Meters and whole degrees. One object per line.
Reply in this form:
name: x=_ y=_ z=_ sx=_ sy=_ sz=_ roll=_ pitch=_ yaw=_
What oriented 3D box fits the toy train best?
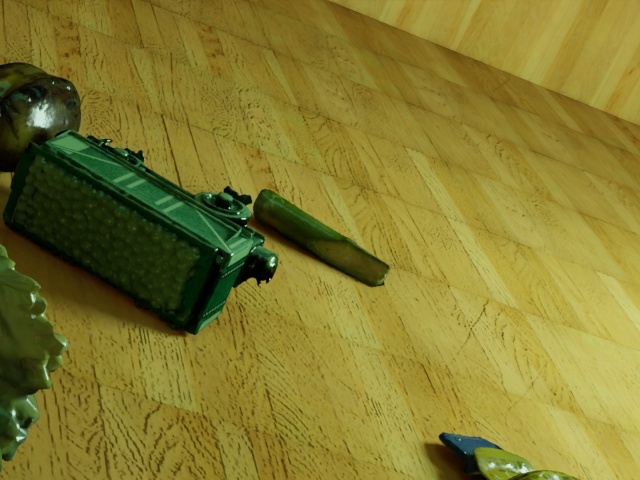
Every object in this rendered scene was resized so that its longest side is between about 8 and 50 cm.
toy train: x=-0.175 y=-0.015 z=1.604 sx=0.269 sy=0.115 sz=0.154 roll=30 pitch=28 yaw=10

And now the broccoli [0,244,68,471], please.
broccoli: x=-0.314 y=0.045 z=1.015 sx=0.347 sy=0.281 sz=0.293 roll=16 pitch=21 yaw=-26

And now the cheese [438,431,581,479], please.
cheese: x=0.203 y=0.241 z=1.499 sx=0.156 sy=0.064 sz=0.250 roll=14 pitch=14 yaw=-34

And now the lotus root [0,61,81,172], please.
lotus root: x=-0.319 y=-0.129 z=1.704 sx=0.120 sy=0.120 sz=0.209 roll=31 pitch=19 yaw=12

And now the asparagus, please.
asparagus: x=0.000 y=0.000 z=1.882 sx=0.178 sy=0.041 sz=0.045 roll=31 pitch=-24 yaw=12
